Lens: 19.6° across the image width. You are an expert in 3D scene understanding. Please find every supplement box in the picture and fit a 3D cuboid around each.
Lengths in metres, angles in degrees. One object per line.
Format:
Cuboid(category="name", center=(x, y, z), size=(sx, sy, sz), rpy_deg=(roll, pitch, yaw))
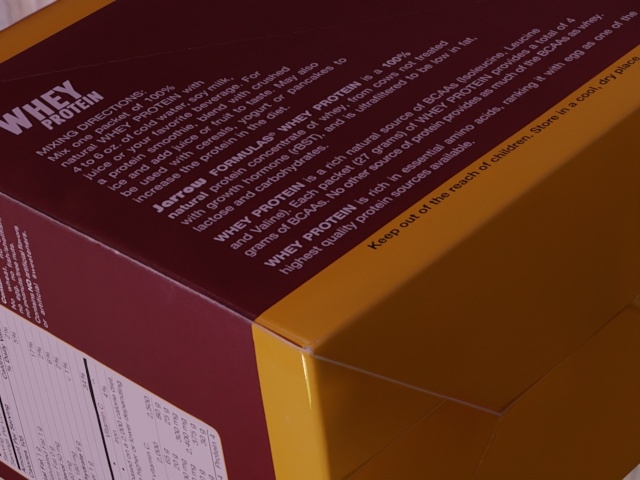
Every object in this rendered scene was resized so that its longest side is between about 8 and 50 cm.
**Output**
Cuboid(category="supplement box", center=(0.000, 0.000, 0.570), size=(0.194, 0.191, 0.129), rpy_deg=(24, 136, 37))
